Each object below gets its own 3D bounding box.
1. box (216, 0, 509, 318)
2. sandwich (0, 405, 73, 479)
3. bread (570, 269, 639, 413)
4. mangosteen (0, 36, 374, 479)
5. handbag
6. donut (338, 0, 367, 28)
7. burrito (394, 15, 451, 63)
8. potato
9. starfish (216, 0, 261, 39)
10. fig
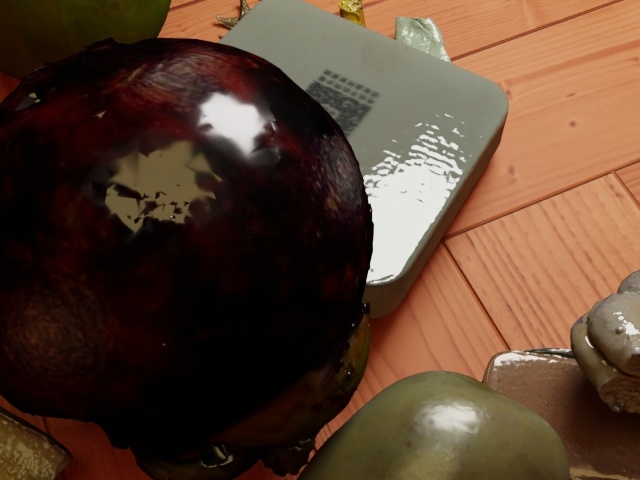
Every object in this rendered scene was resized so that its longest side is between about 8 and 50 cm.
[{"bbox_3d":[-0.002,-0.115,1.125,0.367,0.090,0.373,27,56,15],"label":"box"},{"bbox_3d":[-0.372,0.199,0.960,0.258,0.096,0.094,27,69,14],"label":"sandwich"},{"bbox_3d":[0.403,0.117,0.973,0.337,0.102,0.183,17,29,-17],"label":"bread"},{"bbox_3d":[-0.125,0.016,0.845,0.381,0.421,0.381,-14,53,19],"label":"mangosteen"},{"bbox_3d":[0.258,0.192,0.983,0.193,0.072,0.151,9,59,7],"label":"handbag"},{"bbox_3d":[0.042,-0.295,1.283,0.038,0.083,0.067,-7,13,17],"label":"donut"},{"bbox_3d":[0.137,-0.259,1.272,0.074,0.044,0.118,-7,60,6],"label":"burrito"},{"bbox_3d":[0.074,0.272,0.830,0.221,0.243,0.326,31,78,18],"label":"potato"},{"bbox_3d":[-0.108,-0.305,1.308,0.078,0.028,0.091,34,67,25],"label":"starfish"},{"bbox_3d":[-0.332,-0.362,1.174,0.316,0.316,0.316,0,58,0],"label":"fig"}]
